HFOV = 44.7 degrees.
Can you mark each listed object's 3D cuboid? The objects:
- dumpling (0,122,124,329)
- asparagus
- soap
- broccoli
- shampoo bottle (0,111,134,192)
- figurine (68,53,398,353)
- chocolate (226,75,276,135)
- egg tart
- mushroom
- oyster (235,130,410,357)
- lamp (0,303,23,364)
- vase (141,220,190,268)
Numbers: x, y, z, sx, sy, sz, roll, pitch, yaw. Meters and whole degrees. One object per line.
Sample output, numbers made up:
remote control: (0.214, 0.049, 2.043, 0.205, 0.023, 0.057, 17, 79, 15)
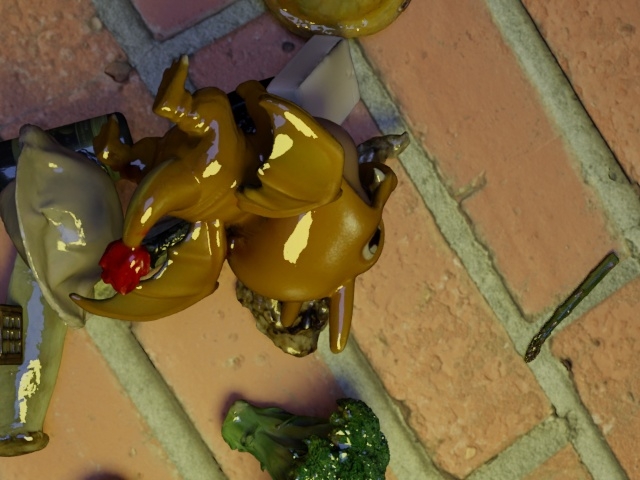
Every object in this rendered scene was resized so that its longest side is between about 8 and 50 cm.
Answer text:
dumpling: (-0.336, -0.016, 1.051, 0.164, 0.205, 0.292, -20, 112, -28)
asparagus: (0.430, 0.115, 1.339, 0.248, 0.025, 0.024, -46, 139, -8)
soap: (-0.007, -0.222, 1.182, 0.183, 0.064, 0.121, -56, 141, -41)
broccoli: (-0.030, 0.332, 1.162, 0.269, 0.269, 0.254, 31, 79, -8)
shampoo bottle: (-0.417, -0.109, 1.152, 0.284, 0.101, 0.101, -17, 92, -10)
figurine: (-0.103, -0.033, 1.019, 0.387, 0.268, 0.401, 29, 116, -36)
chocolate: (-0.102, -0.165, 1.197, 0.156, 0.156, 0.133, -31, 109, -10)
egg tart: (0.025, -0.454, 1.238, 0.289, 0.118, 0.288, 0, 88, -15)
mushroom: (-0.432, 0.165, 1.157, 0.100, 0.081, 0.312, 11, 82, -21)
oyster: (-0.018, -0.021, 1.223, 0.204, 0.111, 0.395, 22, 89, -6)
lamp: (-0.588, 0.141, 1.084, 0.326, 0.089, 0.090, -5, 82, 2)
vase: (-0.202, -0.019, 1.210, 0.167, 0.059, 0.059, -29, 94, -10)
